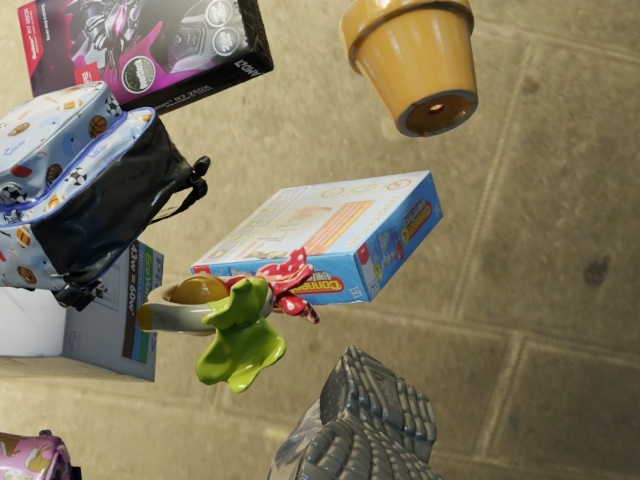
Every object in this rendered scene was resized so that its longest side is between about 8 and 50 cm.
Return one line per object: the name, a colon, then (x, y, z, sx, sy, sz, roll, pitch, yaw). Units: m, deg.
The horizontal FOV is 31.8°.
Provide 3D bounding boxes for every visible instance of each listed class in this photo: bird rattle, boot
bird rattle: (-0.118, 0.071, 1.416, 0.207, 0.253, 0.143, 2, 113, 11)
boot: (-0.012, 0.222, 0.765, 0.118, 0.338, 0.222, 37, 102, 1)

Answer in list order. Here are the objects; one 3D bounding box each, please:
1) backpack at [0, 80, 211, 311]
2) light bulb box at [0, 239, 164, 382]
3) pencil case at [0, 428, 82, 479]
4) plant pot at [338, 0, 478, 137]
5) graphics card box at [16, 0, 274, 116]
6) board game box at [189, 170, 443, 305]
backpack: (-0.320, -0.053, 1.344, 0.263, 0.276, 0.213, -14, 114, 44)
light bulb box: (-0.469, 0.090, 1.726, 0.358, 0.361, 0.225, 0, 77, 13)
pencil case: (-0.565, 0.350, 1.698, 0.386, 0.167, 0.160, 8, 127, 10)
plant pot: (0.149, -0.266, 1.695, 0.205, 0.205, 0.188, -17, 67, 0)
graphics card box: (-0.270, -0.303, 1.691, 0.371, 0.094, 0.233, -18, 73, 17)
board game box: (0.000, 0.000, 1.811, 0.302, 0.308, 0.086, -5, 114, 32)
